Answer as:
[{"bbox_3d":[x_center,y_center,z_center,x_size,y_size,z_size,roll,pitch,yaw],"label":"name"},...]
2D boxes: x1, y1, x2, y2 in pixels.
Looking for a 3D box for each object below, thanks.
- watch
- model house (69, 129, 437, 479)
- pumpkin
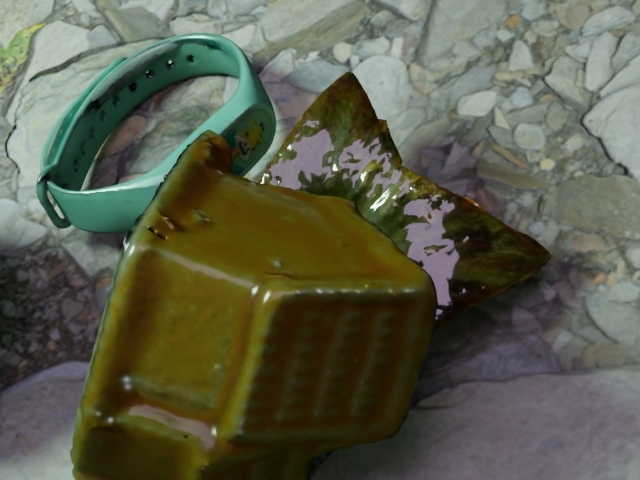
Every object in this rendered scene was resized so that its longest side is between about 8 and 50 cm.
[{"bbox_3d":[-0.153,-0.097,1.372,0.195,0.068,0.237,24,61,37],"label":"watch"},{"bbox_3d":[-0.043,0.085,1.131,0.239,0.173,0.268,18,106,8],"label":"model house"},{"bbox_3d":[0.000,0.025,1.252,0.290,0.095,0.258,-44,69,-3],"label":"pumpkin"}]
